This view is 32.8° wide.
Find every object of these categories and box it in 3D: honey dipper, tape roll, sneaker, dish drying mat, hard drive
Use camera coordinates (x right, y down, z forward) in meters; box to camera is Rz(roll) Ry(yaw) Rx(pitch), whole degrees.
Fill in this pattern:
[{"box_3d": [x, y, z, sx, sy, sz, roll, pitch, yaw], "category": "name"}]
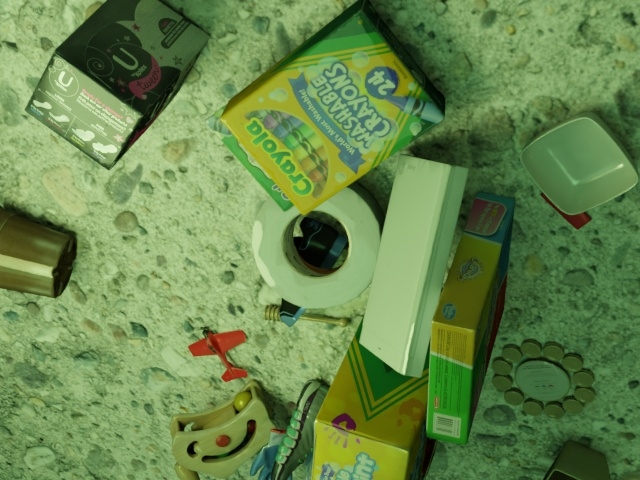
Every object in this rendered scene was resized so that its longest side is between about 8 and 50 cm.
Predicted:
[{"box_3d": [-0.026, 0.143, 2.013, 0.160, 0.030, 0.031, 7, 129, 15], "category": "honey dipper"}, {"box_3d": [0.000, 0.000, 1.787, 0.219, 0.072, 0.219, 3, 101, 13], "category": "tape roll"}, {"box_3d": [-0.034, 0.053, 1.911, 0.090, 0.081, 0.232, 32, 126, 1], "category": "sneaker"}, {"box_3d": [0.379, -0.052, 1.677, 0.083, 0.008, 0.032, 42, 131, -10], "category": "dish drying mat"}, {"box_3d": [0.135, 0.030, 1.637, 0.040, 0.203, 0.308, 10, 96, -18], "category": "hard drive"}, {"box_3d": [-0.022, 0.388, 2.106, 0.098, 0.083, 0.224, 22, 91, -1], "category": "sneaker"}]

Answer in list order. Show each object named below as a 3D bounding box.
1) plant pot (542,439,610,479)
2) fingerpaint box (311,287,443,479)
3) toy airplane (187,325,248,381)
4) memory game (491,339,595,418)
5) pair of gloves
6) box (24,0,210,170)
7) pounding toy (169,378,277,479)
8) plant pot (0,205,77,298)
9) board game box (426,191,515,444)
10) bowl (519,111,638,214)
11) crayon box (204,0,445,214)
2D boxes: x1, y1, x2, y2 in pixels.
[{"box_3d": [0.463, 0.431, 1.975, 0.109, 0.096, 0.109, 22, 133, 5], "category": "plant pot"}, {"box_3d": [0.111, 0.348, 1.883, 0.163, 0.371, 0.445, 16, 131, 13], "category": "fingerpaint box"}, {"box_3d": [-0.197, 0.228, 2.158, 0.151, 0.028, 0.151, 12, 130, 14], "category": "toy airplane"}, {"box_3d": [0.391, 0.246, 1.914, 0.186, 0.012, 0.186, 13, 131, 15], "category": "memory game"}, {"box_3d": [-0.040, 0.447, 2.201, 0.198, 0.023, 0.159, 7, 118, -18], "category": "pair of gloves"}, {"box_3d": [-0.303, -0.257, 1.657, 0.163, 0.247, 0.142, 36, 134, -6], "category": "box"}, {"box_3d": [-0.221, 0.377, 2.215, 0.269, 0.155, 0.154, -41, 118, 10], "category": "pounding toy"}, {"box_3d": [-0.567, 0.031, 2.089, 0.165, 0.167, 0.167, 14, 132, 2], "category": "plant pot"}, {"box_3d": [0.232, 0.114, 1.670, 0.064, 0.317, 0.242, 10, 131, 15], "category": "board game box"}, {"box_3d": [0.380, -0.120, 1.590, 0.142, 0.053, 0.142, -30, 112, 39], "category": "bowl"}, {"box_3d": [0.000, -0.182, 1.632, 0.323, 0.083, 0.203, -34, 109, 22], "category": "crayon box"}]
